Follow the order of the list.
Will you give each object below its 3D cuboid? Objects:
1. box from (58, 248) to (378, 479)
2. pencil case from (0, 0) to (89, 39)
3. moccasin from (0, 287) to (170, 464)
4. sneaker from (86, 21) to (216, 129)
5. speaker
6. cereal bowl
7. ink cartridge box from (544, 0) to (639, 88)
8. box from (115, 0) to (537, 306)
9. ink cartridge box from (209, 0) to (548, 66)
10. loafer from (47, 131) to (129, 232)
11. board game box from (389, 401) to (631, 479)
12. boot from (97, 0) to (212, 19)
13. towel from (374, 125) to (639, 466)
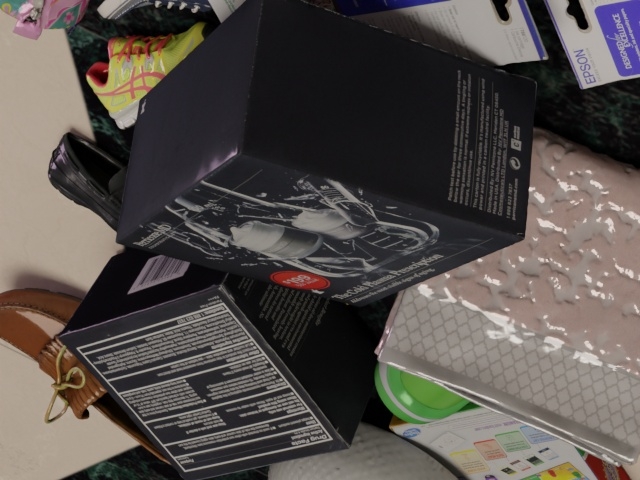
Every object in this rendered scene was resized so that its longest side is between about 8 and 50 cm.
[{"bbox_3d":[-0.126,0.142,1.812,0.296,0.183,0.294,-17,120,35],"label":"box"},{"bbox_3d":[-0.263,-0.343,1.469,0.124,0.124,0.284,34,134,-9],"label":"pencil case"},{"bbox_3d":[-0.322,0.204,1.981,0.380,0.147,0.139,39,134,-13],"label":"moccasin"},{"bbox_3d":[-0.204,-0.207,1.599,0.208,0.081,0.094,-29,113,40],"label":"sneaker"},{"bbox_3d":[0.188,0.117,1.693,0.131,0.131,0.296,35,135,-9],"label":"speaker"},{"bbox_3d":[0.065,0.409,1.954,0.339,0.141,0.339,23,145,17],"label":"cereal bowl"},{"bbox_3d":[0.323,-0.251,1.330,0.208,0.045,0.206,-9,135,26],"label":"ink cartridge box"},{"bbox_3d":[-0.004,-0.078,1.425,0.312,0.179,0.343,16,159,-23],"label":"box"},{"bbox_3d":[0.057,-0.240,1.383,0.332,0.065,0.165,-2,136,29],"label":"ink cartridge box"},{"bbox_3d":[-0.251,-0.060,1.743,0.223,0.076,0.078,32,128,13],"label":"loafer"},{"bbox_3d":[0.279,0.318,1.881,0.242,0.064,0.316,-17,122,35],"label":"board game box"},{"bbox_3d":[-0.164,-0.278,1.521,0.190,0.069,0.086,-29,112,38],"label":"boot"},{"bbox_3d":[0.264,0.052,1.524,0.331,0.053,0.317,23,93,2],"label":"towel"}]
